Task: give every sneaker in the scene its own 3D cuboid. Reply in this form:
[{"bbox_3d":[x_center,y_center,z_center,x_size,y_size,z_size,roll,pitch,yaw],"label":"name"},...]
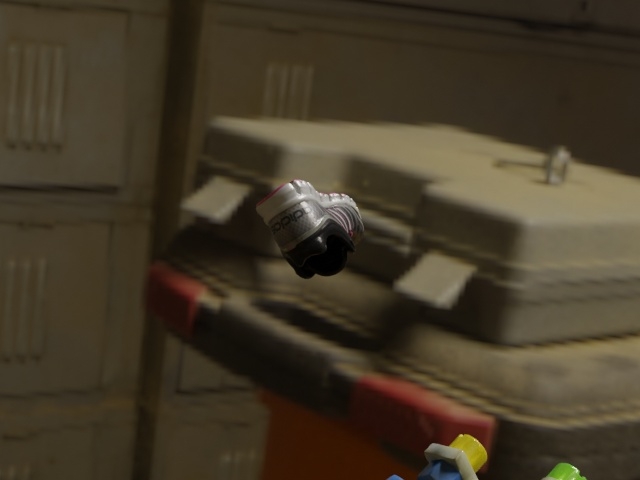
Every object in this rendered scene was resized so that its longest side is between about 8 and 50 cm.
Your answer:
[{"bbox_3d":[0.000,0.000,1.394,0.063,0.075,0.170,-28,-16,13],"label":"sneaker"}]

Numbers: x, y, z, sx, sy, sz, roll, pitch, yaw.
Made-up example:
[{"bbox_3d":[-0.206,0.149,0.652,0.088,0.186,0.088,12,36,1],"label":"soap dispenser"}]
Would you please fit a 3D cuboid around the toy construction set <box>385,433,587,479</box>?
[{"bbox_3d":[0.189,0.290,1.218,0.327,0.151,0.215,43,-27,-22],"label":"toy construction set"}]
